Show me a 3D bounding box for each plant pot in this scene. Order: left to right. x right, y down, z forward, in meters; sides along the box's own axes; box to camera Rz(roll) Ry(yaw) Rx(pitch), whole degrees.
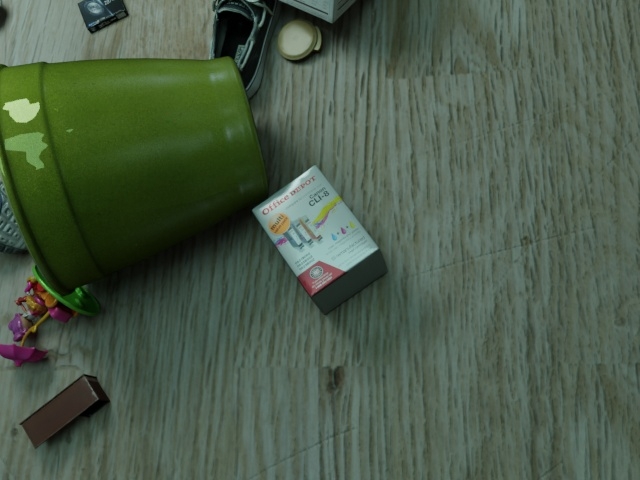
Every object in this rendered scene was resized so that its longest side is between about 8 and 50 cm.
[{"bbox_3d":[-0.276,-0.135,1.215,0.353,0.366,0.366,-15,70,-6],"label":"plant pot"}]

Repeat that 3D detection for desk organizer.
[{"bbox_3d":[-0.411,0.276,1.244,0.130,0.047,0.050,-38,72,-2],"label":"desk organizer"}]

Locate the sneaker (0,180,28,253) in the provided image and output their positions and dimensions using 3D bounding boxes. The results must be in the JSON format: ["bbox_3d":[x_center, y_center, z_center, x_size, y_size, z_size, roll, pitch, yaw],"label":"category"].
[{"bbox_3d":[-0.624,-0.082,1.374,0.297,0.129,0.111,39,81,1],"label":"sneaker"}]

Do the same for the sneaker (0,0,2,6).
[{"bbox_3d":[-0.759,-0.494,1.527,0.275,0.110,0.107,20,70,15],"label":"sneaker"}]

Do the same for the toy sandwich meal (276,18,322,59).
[{"bbox_3d":[-0.037,-0.359,1.389,0.086,0.029,0.085,-4,79,19],"label":"toy sandwich meal"}]

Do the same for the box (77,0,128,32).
[{"bbox_3d":[-0.422,-0.449,1.498,0.083,0.018,0.067,-25,70,3],"label":"box"}]

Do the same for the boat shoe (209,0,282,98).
[{"bbox_3d":[-0.144,-0.407,1.383,0.113,0.105,0.306,9,74,14],"label":"boat shoe"}]

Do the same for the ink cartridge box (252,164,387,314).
[{"bbox_3d":[0.000,0.000,1.210,0.128,0.127,0.176,-36,68,-1],"label":"ink cartridge box"}]

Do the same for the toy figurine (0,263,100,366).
[{"bbox_3d":[-0.476,0.126,1.283,0.159,0.130,0.173,-49,48,3],"label":"toy figurine"}]

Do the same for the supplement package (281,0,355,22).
[{"bbox_3d":[0.008,-0.534,1.329,0.204,0.145,0.262,28,57,17],"label":"supplement package"}]
